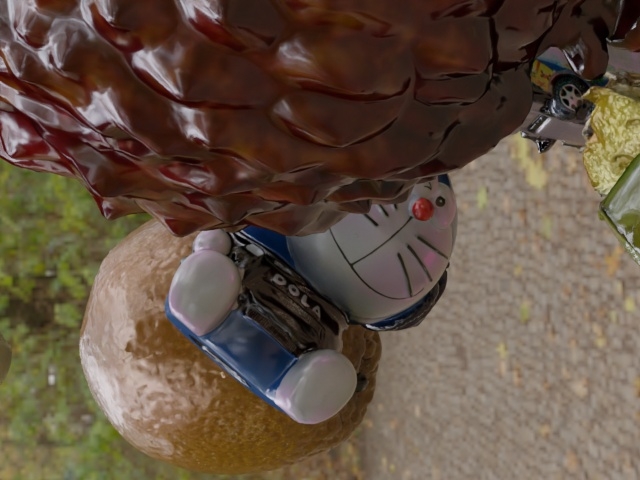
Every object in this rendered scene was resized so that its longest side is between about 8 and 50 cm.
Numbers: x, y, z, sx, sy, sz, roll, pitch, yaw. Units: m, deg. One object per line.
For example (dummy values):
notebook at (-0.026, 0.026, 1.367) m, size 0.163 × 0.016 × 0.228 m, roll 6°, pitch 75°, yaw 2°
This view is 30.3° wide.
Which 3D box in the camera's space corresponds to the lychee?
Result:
lychee at (-0.019, -0.205, 0.632) m, size 0.424 × 0.500 × 0.424 m, roll -163°, pitch 90°, yaw -88°

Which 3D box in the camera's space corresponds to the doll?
doll at (0.000, 0.000, 1.149) m, size 0.310 × 0.284 × 0.240 m, roll -51°, pitch 25°, yaw -13°

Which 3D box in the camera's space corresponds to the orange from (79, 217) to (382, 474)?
orange at (-0.107, 0.122, 1.417) m, size 0.322 × 0.357 × 0.322 m, roll 17°, pitch -90°, yaw -73°

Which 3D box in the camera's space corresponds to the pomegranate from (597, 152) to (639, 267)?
pomegranate at (0.320, 0.015, 0.814) m, size 0.241 × 0.159 × 0.190 m, roll 52°, pitch -172°, yaw 1°

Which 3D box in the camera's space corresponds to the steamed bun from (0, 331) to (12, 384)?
steamed bun at (-0.433, 0.112, 0.917) m, size 0.290 × 0.371 × 0.456 m, roll 47°, pitch 172°, yaw 7°

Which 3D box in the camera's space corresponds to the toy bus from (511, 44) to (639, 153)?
toy bus at (0.346, -0.172, 1.427) m, size 0.112 × 0.317 × 0.138 m, roll 132°, pitch 145°, yaw -63°

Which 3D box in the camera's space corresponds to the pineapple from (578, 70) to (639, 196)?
pineapple at (0.360, -0.094, 1.078) m, size 0.186 × 0.236 × 0.114 m, roll -92°, pitch -5°, yaw -53°
